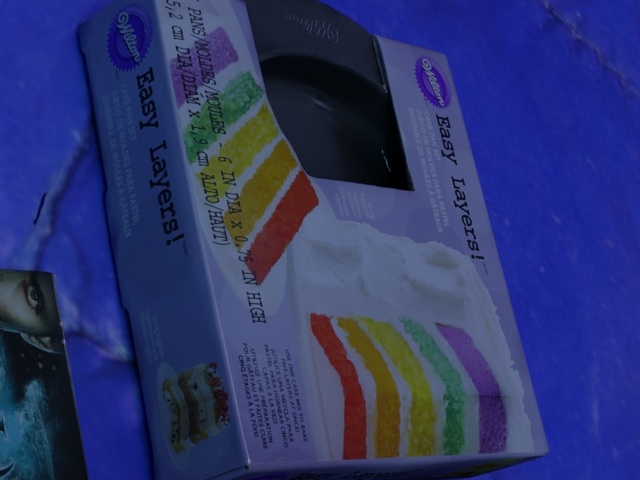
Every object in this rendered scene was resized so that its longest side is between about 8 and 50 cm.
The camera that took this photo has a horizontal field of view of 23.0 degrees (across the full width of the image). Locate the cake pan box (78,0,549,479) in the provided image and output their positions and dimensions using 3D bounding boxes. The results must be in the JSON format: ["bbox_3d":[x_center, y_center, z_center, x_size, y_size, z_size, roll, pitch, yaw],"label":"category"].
[{"bbox_3d":[0.000,0.000,0.842,0.245,0.070,0.267,9,63,-48],"label":"cake pan box"}]

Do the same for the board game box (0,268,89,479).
[{"bbox_3d":[-0.150,0.100,0.647,0.126,0.026,0.186,5,66,-47],"label":"board game box"}]
